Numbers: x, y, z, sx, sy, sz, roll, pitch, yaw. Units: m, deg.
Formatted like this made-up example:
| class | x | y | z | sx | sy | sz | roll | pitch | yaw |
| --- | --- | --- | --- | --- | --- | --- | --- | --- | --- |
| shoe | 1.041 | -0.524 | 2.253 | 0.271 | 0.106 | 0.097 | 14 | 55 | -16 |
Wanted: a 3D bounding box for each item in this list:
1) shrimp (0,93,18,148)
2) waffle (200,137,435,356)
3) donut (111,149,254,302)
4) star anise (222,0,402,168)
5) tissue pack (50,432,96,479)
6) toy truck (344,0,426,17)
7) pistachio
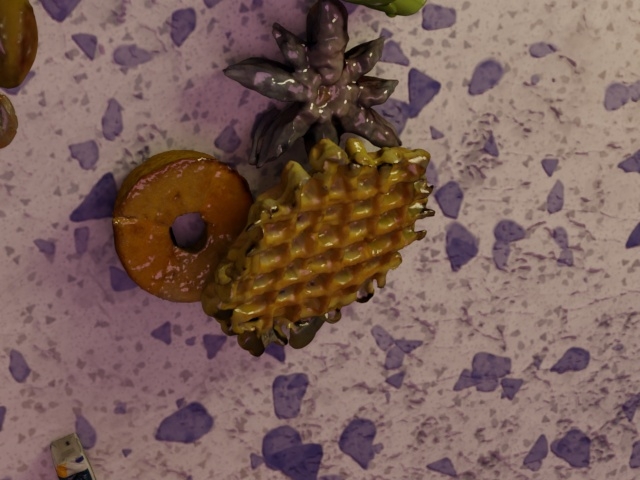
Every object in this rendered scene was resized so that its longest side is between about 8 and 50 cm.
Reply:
| class | x | y | z | sx | sy | sz | roll | pitch | yaw |
| --- | --- | --- | --- | --- | --- | --- | --- | --- | --- |
| shrimp | -0.377 | -0.149 | 1.985 | 0.059 | 0.023 | 0.108 | -37 | 118 | -9 |
| waffle | -0.007 | 0.008 | 2.078 | 0.329 | 0.062 | 0.329 | -27 | 148 | -18 |
| donut | -0.160 | -0.023 | 2.076 | 0.174 | 0.074 | 0.190 | -33 | 123 | -2 |
| star anise | -0.004 | -0.173 | 2.044 | 0.229 | 0.093 | 0.236 | 5 | 113 | -19 |
| tissue pack | -0.297 | 0.287 | 2.178 | 0.042 | 0.062 | 0.083 | -22 | 118 | -10 |
| toy truck | 0.079 | -0.330 | 1.969 | 0.187 | 0.148 | 0.210 | -57 | 134 | -13 |
| pistachio | -0.368 | -0.249 | 1.903 | 0.110 | 0.100 | 0.189 | -10 | 127 | 13 |
